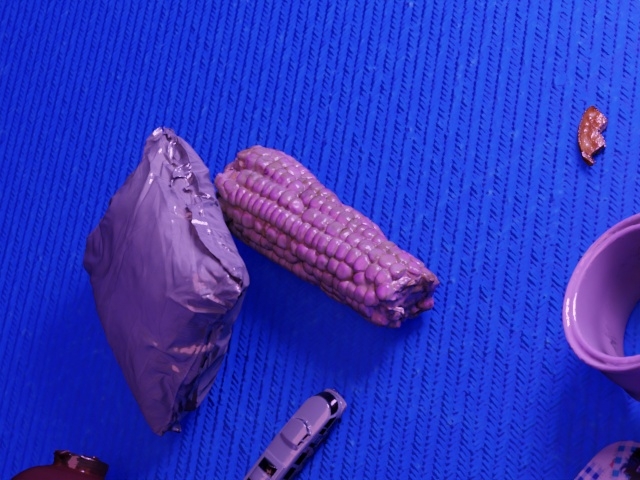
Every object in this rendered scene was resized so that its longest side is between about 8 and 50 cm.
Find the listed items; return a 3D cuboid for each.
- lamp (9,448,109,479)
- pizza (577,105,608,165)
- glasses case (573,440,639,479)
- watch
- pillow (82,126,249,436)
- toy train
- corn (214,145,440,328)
[{"bbox_3d":[-0.329,0.387,1.779,0.180,0.180,0.258,10,77,32],"label":"lamp"},{"bbox_3d":[0.323,-0.124,1.714,0.037,0.016,0.083,-7,63,28],"label":"pizza"},{"bbox_3d":[0.264,0.357,1.510,0.125,0.076,0.327,38,91,38],"label":"glasses case"},{"bbox_3d":[0.374,0.097,1.513,0.218,0.211,0.248,-11,56,45],"label":"watch"},{"bbox_3d":[-0.190,0.041,1.812,0.283,0.138,0.310,-59,44,39],"label":"pillow"},{"bbox_3d":[-0.045,0.264,1.740,0.043,0.047,0.207,39,93,33],"label":"toy train"},{"bbox_3d":[0.002,-0.002,1.787,0.335,0.126,0.126,36,90,31],"label":"corn"}]
